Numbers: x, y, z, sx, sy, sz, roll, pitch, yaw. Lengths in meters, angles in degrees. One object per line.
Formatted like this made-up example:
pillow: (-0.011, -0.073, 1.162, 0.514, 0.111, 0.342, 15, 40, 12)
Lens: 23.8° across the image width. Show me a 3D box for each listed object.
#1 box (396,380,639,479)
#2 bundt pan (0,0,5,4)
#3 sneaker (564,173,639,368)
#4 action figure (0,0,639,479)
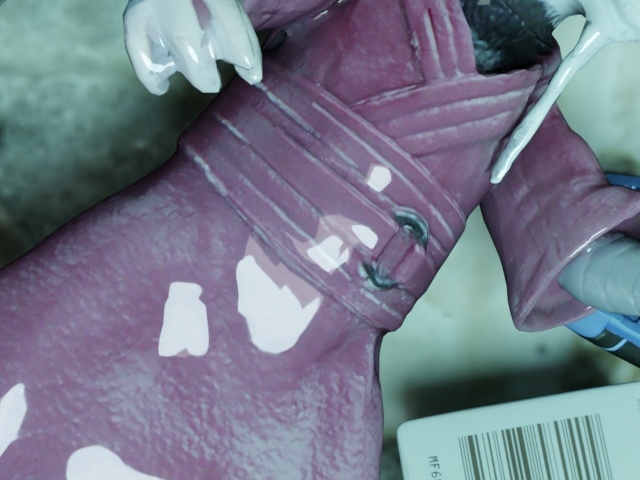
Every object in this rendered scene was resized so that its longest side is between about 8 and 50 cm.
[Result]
box: (0.089, 0.118, 0.595, 0.101, 0.087, 0.102, -10, 72, 4)
bundt pan: (-0.265, -0.129, 0.500, 0.331, 0.124, 0.331, 0, 110, 0)
sneaker: (0.178, 0.053, 0.599, 0.232, 0.081, 0.090, 23, 144, 7)
action figure: (0.000, 0.000, 0.543, 0.248, 0.276, 0.370, 43, 85, -20)
